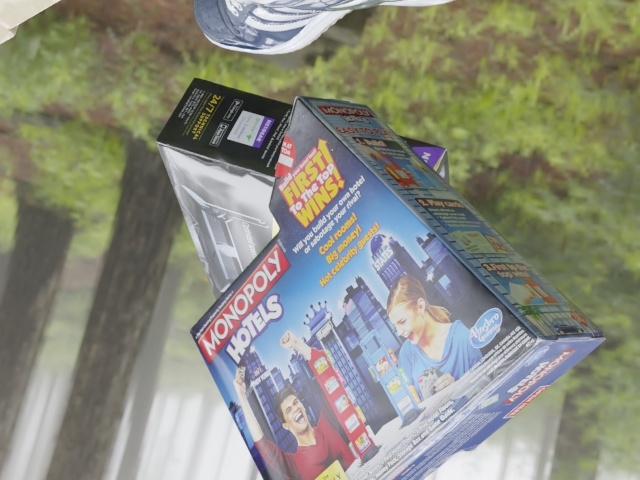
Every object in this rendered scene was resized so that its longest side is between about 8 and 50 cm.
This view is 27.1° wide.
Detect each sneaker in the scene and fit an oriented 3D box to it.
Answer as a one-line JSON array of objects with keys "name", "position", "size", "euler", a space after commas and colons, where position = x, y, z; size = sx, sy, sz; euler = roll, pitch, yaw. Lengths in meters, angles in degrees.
[{"name": "sneaker", "position": [-0.036, -0.190, 0.915], "size": [0.153, 0.099, 0.282], "euler": [-6, -179, -42]}]

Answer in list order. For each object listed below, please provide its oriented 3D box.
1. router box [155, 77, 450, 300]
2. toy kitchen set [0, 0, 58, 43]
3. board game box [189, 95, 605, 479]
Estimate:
[{"name": "router box", "position": [0.000, 0.000, 1.237], "size": [0.243, 0.081, 0.309], "euler": [18, 152, 18]}, {"name": "toy kitchen set", "position": [-0.141, -0.120, 0.501], "size": [0.083, 0.068, 0.075], "euler": [-22, 132, 31]}, {"name": "board game box", "position": [0.020, 0.030, 0.705], "size": [0.060, 0.194, 0.194], "euler": [3, 140, -46]}]
